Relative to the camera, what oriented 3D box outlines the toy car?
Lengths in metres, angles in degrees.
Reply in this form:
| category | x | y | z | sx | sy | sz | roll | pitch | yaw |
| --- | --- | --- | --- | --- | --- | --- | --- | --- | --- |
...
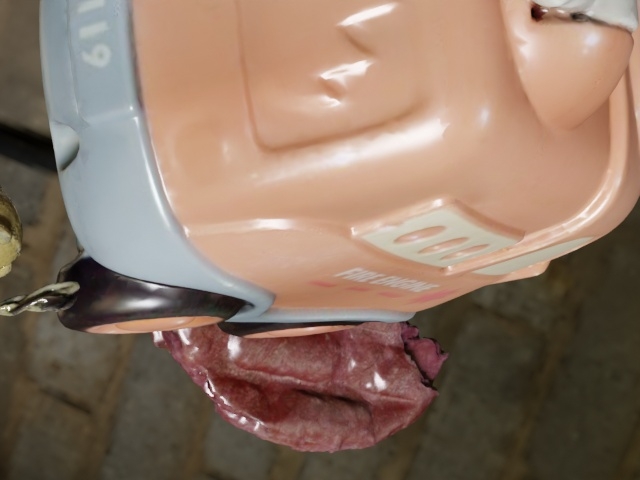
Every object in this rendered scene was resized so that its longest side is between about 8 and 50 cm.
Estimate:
| category | x | y | z | sx | sy | sz | roll | pitch | yaw |
| --- | --- | --- | --- | --- | --- | --- | --- | --- | --- |
| toy car | 0.026 | -0.063 | 0.687 | 0.270 | 0.212 | 0.181 | 11 | 72 | -67 |

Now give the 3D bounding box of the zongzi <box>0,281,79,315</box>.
| category | x | y | z | sx | sy | sz | roll | pitch | yaw |
| --- | --- | --- | --- | --- | --- | --- | --- | --- | --- |
| zongzi | -0.185 | -0.025 | 0.660 | 0.081 | 0.189 | 0.178 | -8 | 81 | -47 |

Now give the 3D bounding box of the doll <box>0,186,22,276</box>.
| category | x | y | z | sx | sy | sz | roll | pitch | yaw |
| --- | --- | --- | --- | --- | --- | --- | --- | --- | --- |
| doll | -0.194 | -0.008 | 0.910 | 0.061 | 0.093 | 0.051 | 91 | -11 | -64 |

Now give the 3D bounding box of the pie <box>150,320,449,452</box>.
| category | x | y | z | sx | sy | sz | roll | pitch | yaw |
| --- | --- | --- | --- | --- | --- | --- | --- | --- | --- |
| pie | 0.000 | 0.000 | 0.990 | 0.054 | 0.204 | 0.219 | 11 | -107 | 60 |
